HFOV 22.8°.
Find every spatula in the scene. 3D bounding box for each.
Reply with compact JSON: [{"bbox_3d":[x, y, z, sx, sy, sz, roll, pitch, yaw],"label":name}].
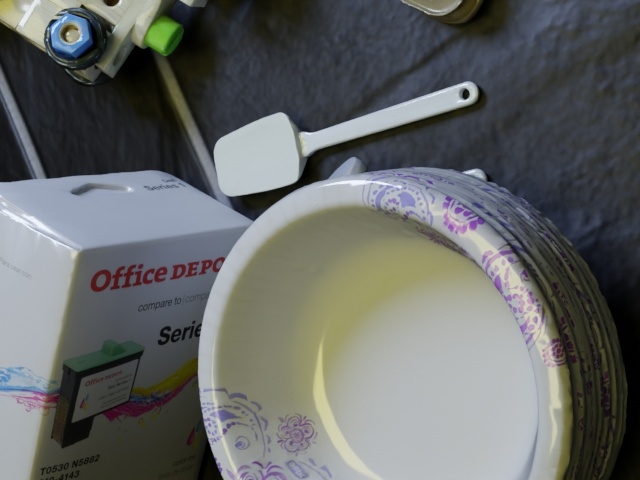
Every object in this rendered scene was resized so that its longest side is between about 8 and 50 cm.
[{"bbox_3d":[0.027,-0.026,1.180,0.242,0.019,0.168,-15,83,36],"label":"spatula"}]

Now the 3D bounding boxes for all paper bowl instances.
[{"bbox_3d":[0.069,0.091,1.070,0.284,0.148,0.284,6,100,35],"label":"paper bowl"}]

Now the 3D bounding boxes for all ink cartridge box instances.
[{"bbox_3d":[-0.177,0.099,1.214,0.117,0.201,0.278,26,111,33],"label":"ink cartridge box"}]

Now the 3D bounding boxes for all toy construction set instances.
[{"bbox_3d":[-0.193,-0.255,1.261,0.327,0.151,0.215,32,86,23],"label":"toy construction set"}]

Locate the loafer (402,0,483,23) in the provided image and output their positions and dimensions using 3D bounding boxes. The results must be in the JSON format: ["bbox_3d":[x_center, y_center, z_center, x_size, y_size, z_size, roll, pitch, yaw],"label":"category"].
[{"bbox_3d":[0.054,-0.201,1.129,0.148,0.050,0.056,38,114,29],"label":"loafer"}]

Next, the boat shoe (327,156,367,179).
[{"bbox_3d":[0.000,0.000,1.171,0.040,0.049,0.142,31,117,-10],"label":"boat shoe"}]
